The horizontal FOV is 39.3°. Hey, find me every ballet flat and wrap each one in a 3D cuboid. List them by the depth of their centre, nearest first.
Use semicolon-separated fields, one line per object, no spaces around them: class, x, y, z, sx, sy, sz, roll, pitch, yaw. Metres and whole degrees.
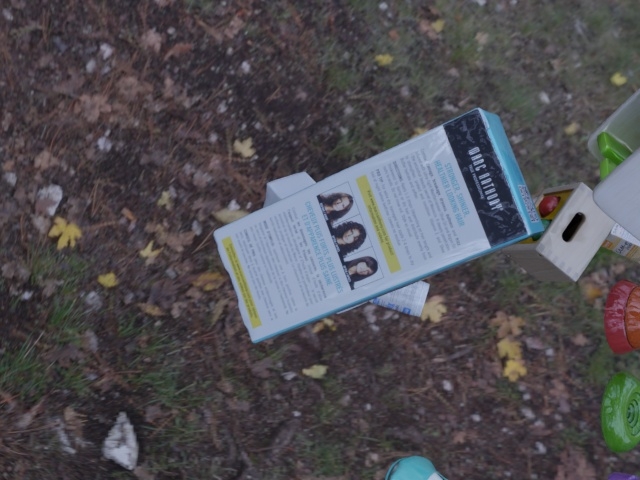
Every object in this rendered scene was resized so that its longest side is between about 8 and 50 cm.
ballet flat;0.182;0.409;1.455;0.087;0.247;0.083;24;79;31

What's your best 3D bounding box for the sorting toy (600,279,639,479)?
sorting toy;0.512;0.244;1.371;0.127;0.126;0.366;8;83;-46

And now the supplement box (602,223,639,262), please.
supplement box;0.564;0.006;1.612;0.098;0.062;0.036;26;70;11

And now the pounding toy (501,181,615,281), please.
pounding toy;0.371;-0.034;1.423;0.094;0.206;0.181;38;81;-9

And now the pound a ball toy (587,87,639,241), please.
pound a ball toy;0.426;-0.001;0.885;0.319;0.136;0.208;36;33;-10

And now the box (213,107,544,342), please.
box;0.041;-0.007;0.708;0.060;0.244;0.101;-6;74;-66

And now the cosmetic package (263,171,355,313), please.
cosmetic package;0.000;0.000;1.488;0.085;0.117;0.231;-20;51;-28

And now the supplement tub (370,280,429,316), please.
supplement tub;0.151;0.101;1.742;0.107;0.071;0.071;17;71;7
